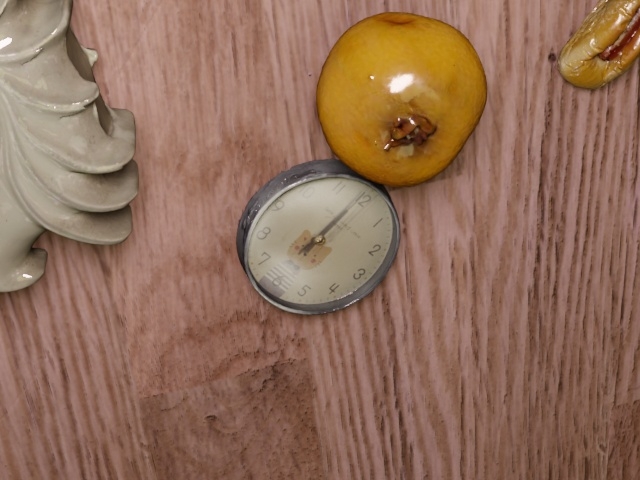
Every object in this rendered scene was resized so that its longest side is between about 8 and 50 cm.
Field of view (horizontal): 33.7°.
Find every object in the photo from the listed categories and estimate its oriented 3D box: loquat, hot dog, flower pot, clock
[{"bbox_3d":[0.096,-0.170,1.263,0.208,0.208,0.208,-8,121,-13],"label":"loquat"},{"bbox_3d":[0.404,-0.297,1.360,0.084,0.073,0.242,28,108,-23],"label":"hot dog"},{"bbox_3d":[-0.345,-0.128,1.173,0.254,0.164,0.368,-21,124,2],"label":"flower pot"},{"bbox_3d":[0.000,0.000,1.424,0.226,0.049,0.226,-8,122,-12],"label":"clock"}]
